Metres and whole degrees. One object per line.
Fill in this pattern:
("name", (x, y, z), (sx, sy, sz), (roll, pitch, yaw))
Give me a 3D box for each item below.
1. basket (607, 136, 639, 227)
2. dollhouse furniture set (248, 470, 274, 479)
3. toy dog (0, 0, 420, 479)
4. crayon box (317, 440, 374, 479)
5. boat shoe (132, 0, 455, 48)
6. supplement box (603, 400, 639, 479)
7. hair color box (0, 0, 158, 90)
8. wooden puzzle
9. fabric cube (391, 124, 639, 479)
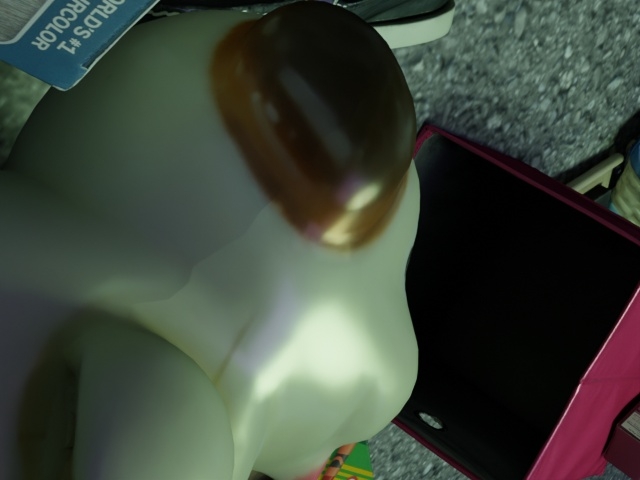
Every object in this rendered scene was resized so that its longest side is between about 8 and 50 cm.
("basket", (0.503, -0.094, 1.290), (0.255, 0.201, 0.289), (-35, 174, -30))
("dollhouse furniture set", (-0.093, 0.139, 0.701), (0.362, 0.256, 0.394), (-41, 146, -22))
("toy dog", (-0.140, 0.049, 0.429), (0.408, 0.395, 0.284), (-25, 172, -26))
("crayon box", (-0.034, 0.313, 1.105), (0.202, 0.081, 0.318), (-40, 146, -23))
("boat shoe", (-0.013, -0.175, 0.639), (0.340, 0.127, 0.113), (-18, 131, -45))
("supplement box", (0.324, 0.188, 1.022), (0.083, 0.043, 0.055), (-32, 145, -34))
("hair color box", (-0.043, -0.241, 0.331), (0.105, 0.174, 0.347), (26, 60, -28))
("wooden puzzle", (0.296, 0.024, 1.296), (0.221, 0.044, 0.238), (-29, 140, -41))
("fabric cube", (0.196, 0.071, 1.023), (0.258, 0.254, 0.259), (11, 110, -58))
